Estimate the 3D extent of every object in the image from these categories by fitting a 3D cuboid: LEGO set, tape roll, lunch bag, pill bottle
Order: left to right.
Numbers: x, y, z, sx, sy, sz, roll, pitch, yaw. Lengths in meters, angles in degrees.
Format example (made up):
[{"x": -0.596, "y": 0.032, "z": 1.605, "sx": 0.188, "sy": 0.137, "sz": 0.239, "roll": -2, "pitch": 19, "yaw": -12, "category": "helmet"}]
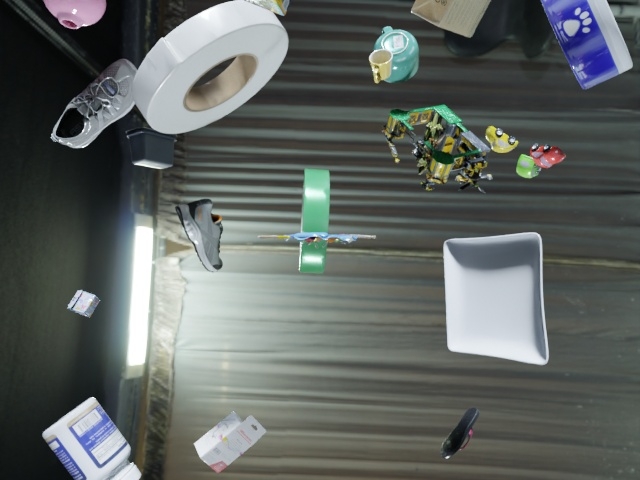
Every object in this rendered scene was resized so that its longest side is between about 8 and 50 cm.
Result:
[{"x": -0.788, "y": 0.207, "z": 1.747, "sx": 0.053, "sy": 0.083, "sz": 0.071, "roll": 77, "pitch": -146, "yaw": -57, "category": "lunch bag"}, {"x": -0.444, "y": 0.417, "z": 1.041, "sx": 0.187, "sy": 0.112, "sz": 0.112, "roll": 55, "pitch": -177, "yaw": -2, "category": "pill bottle"}, {"x": -0.250, "y": -0.395, "z": 1.238, "sx": 0.072, "sy": 0.392, "sz": 0.392, "roll": 56, "pitch": 179, "yaw": 3, "category": "tape roll"}, {"x": -0.021, "y": -0.060, "z": 1.638, "sx": 0.321, "sy": 0.077, "sz": 0.322, "roll": -177, "pitch": 90, "yaw": -88, "category": "tape roll"}, {"x": 0.331, "y": -0.243, "z": 1.564, "sx": 0.331, "sy": 0.254, "sz": 0.192, "roll": 48, "pitch": 146, "yaw": 32, "category": "LEGO set"}]

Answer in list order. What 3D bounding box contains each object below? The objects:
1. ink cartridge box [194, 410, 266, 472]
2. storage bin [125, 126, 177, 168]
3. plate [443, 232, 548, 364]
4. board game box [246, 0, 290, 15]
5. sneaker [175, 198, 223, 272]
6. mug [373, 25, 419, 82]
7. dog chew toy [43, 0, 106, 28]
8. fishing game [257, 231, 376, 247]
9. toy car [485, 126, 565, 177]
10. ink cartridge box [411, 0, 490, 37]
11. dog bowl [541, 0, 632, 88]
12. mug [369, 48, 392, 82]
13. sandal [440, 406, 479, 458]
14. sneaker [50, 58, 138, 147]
[{"x": -0.285, "y": 0.630, "z": 1.686, "sx": 0.067, "sy": 0.198, "sz": 0.115, "roll": 40, "pitch": 163, "yaw": 51, "category": "ink cartridge box"}, {"x": -0.483, "y": -0.258, "z": 1.502, "sx": 0.135, "sy": 0.098, "sz": 0.091, "roll": 6, "pitch": -100, "yaw": -57, "category": "storage bin"}, {"x": 0.402, "y": 0.128, "z": 1.217, "sx": 0.277, "sy": 0.045, "sz": 0.278, "roll": -7, "pitch": 85, "yaw": 57, "category": "plate"}, {"x": -0.115, "y": -0.361, "z": 0.678, "sx": 0.170, "sy": 0.141, "sz": 0.048, "roll": -44, "pitch": -22, "yaw": -82, "category": "board game box"}, {"x": -0.317, "y": -0.009, "z": 1.502, "sx": 0.100, "sy": 0.107, "sz": 0.272, "roll": 55, "pitch": 165, "yaw": 38, "category": "sneaker"}, {"x": 0.205, "y": -0.538, "z": 1.504, "sx": 0.129, "sy": 0.157, "sz": 0.097, "roll": -48, "pitch": -20, "yaw": -6, "category": "mug"}, {"x": -0.531, "y": -0.635, "z": 1.175, "sx": 0.206, "sy": 0.206, "sz": 0.332, "roll": 84, "pitch": -168, "yaw": -82, "category": "dog chew toy"}, {"x": 0.000, "y": 0.000, "z": 1.273, "sx": 0.189, "sy": 0.264, "sz": 0.041, "roll": 2, "pitch": 92, "yaw": 50, "category": "fishing game"}, {"x": 0.602, "y": -0.236, "z": 1.555, "sx": 0.053, "sy": 0.239, "sz": 0.225, "roll": -58, "pitch": -34, "yaw": -2, "category": "toy car"}, {"x": 0.326, "y": -0.592, "z": 1.176, "sx": 0.193, "sy": 0.088, "sz": 0.235, "roll": -16, "pitch": -42, "yaw": -53, "category": "ink cartridge box"}, {"x": 0.577, "y": -0.473, "z": 1.159, "sx": 0.265, "sy": 0.104, "sz": 0.265, "roll": 34, "pitch": -137, "yaw": -39, "category": "dog bowl"}, {"x": 0.159, "y": -0.464, "z": 1.419, "sx": 0.062, "sy": 0.078, "sz": 0.064, "roll": 47, "pitch": 166, "yaw": 33, "category": "mug"}, {"x": 0.411, "y": 0.559, "z": 1.519, "sx": 0.179, "sy": 0.040, "sz": 0.067, "roll": -43, "pitch": 10, "yaw": -29, "category": "sandal"}, {"x": -0.559, "y": -0.333, "z": 1.322, "sx": 0.281, "sy": 0.105, "sz": 0.115, "roll": -46, "pitch": 8, "yaw": 12, "category": "sneaker"}]
